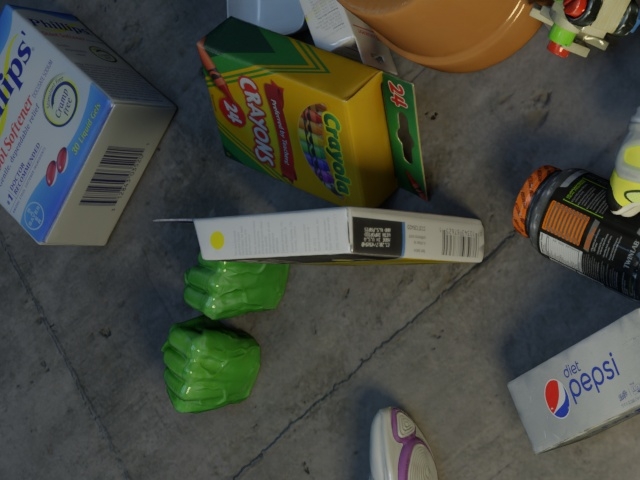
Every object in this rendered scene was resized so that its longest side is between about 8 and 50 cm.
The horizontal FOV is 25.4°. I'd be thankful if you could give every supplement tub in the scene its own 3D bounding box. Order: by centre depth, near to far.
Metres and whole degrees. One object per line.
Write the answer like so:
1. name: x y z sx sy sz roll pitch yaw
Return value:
1. supplement tub: 0.330 -0.013 1.679 0.190 0.117 0.117 30 106 33

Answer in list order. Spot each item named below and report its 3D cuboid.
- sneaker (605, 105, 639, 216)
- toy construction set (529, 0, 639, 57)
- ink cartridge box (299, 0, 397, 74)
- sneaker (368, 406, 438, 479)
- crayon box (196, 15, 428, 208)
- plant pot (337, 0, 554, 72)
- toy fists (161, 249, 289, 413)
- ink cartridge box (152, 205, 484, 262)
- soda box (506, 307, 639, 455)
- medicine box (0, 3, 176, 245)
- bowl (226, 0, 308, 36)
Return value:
1. sneaker: 0.488 -0.009 1.528 0.384 0.145 0.147 35 106 20
2. toy construction set: 0.313 -0.347 1.616 0.215 0.151 0.328 -125 38 -50
3. ink cartridge box: 0.029 -0.296 1.904 0.061 0.104 0.181 -27 74 26
4. sneaker: 0.081 0.373 1.857 0.152 0.114 0.305 -10 84 34
5. crayon box: -0.011 -0.160 1.887 0.318 0.081 0.202 24 142 34
6. plant pot: 0.132 -0.363 1.774 0.290 0.203 0.291 1 91 36
7. toy fists: -0.145 0.113 2.008 0.096 0.142 0.279 27 105 33
8. ink cartridge box: 0.000 0.000 1.805 0.307 0.303 0.072 -5 86 37
9. soda box: 0.333 0.156 1.621 0.286 0.091 0.098 -45 61 57
10. medicine box: -0.410 -0.177 2.199 0.289 0.149 0.263 41 112 28
11. bowl: -0.063 -0.353 2.007 0.142 0.053 0.142 -2 89 37
